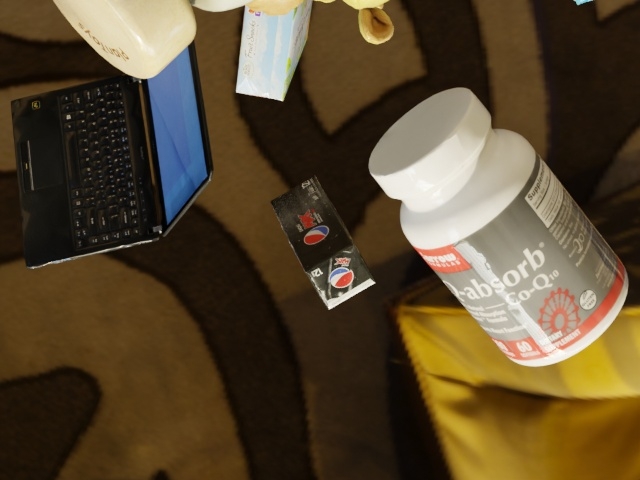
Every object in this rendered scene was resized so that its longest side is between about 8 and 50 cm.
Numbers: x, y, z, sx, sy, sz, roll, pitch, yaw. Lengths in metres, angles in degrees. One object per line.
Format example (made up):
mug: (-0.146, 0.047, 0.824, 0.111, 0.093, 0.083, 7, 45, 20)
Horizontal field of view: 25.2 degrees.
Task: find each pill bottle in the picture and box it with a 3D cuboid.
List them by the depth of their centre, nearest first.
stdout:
pill bottle: (0.239, -0.018, 1.941, 0.363, 0.210, 0.210, 48, 70, -22)

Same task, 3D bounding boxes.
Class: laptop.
laptop: (-0.252, -0.121, 1.684, 0.264, 0.136, 0.234, -12, 66, 5)

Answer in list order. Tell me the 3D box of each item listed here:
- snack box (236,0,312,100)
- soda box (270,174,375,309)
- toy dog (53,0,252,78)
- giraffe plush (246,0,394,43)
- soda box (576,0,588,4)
snack box: (-0.052, -0.305, 1.852, 0.070, 0.207, 0.175, 12, 122, 4)
soda box: (0.000, 0.000, 1.483, 0.060, 0.169, 0.053, -30, 120, 1)
toy dog: (-0.086, -0.214, 0.643, 0.333, 0.161, 0.220, 33, 81, -42)
giraffe plush: (0.021, -0.258, 1.246, 0.170, 0.210, 0.181, 23, 91, -40)
soda box: (0.213, -0.262, 1.054, 0.071, 0.067, 0.210, 59, 28, -30)
